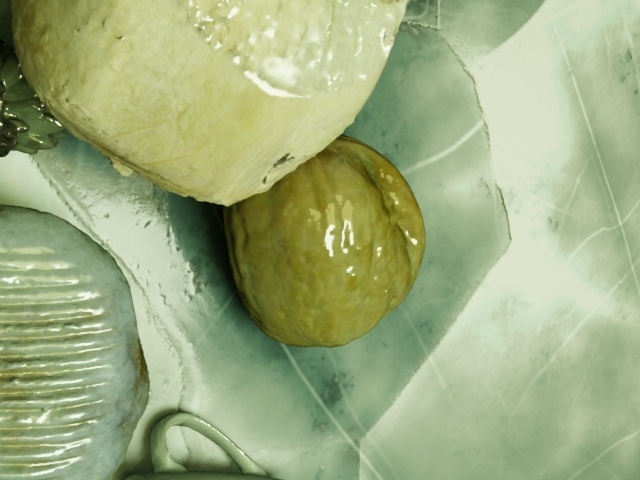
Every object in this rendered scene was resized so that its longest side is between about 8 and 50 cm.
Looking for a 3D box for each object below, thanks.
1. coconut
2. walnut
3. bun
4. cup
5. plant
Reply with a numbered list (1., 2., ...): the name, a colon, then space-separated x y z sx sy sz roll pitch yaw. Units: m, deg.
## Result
1. coconut: -0.125 -0.227 0.911 0.405 0.404 0.404 -4 99 -26
2. walnut: 0.000 0.000 1.087 0.283 0.283 0.227 68 26 -18
3. bun: -0.355 0.137 0.930 0.362 0.211 0.362 -1 94 -18
4. cup: -0.133 0.346 1.115 0.234 0.186 0.258 3 68 -36
5. plant: -0.368 -0.151 0.933 0.194 0.129 0.132 -9 101 -23
